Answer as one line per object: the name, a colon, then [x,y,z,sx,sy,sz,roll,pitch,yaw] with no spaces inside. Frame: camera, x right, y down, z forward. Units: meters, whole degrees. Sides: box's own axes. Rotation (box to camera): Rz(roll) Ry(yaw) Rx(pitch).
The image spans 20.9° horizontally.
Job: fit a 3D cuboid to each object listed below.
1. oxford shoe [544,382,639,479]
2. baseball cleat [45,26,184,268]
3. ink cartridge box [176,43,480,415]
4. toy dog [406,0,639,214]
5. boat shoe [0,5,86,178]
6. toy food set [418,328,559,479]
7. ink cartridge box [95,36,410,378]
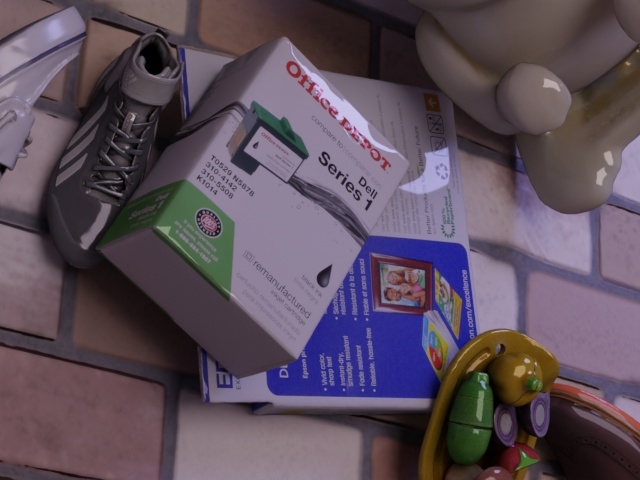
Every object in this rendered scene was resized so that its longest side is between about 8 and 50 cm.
oxford shoe: [0.280,0.246,1.616,0.271,0.097,0.098,49,58,-15]
baseball cleat: [-0.162,-0.082,1.370,0.072,0.109,0.206,19,58,-17]
ink cartridge box: [0.000,0.000,1.499,0.307,0.072,0.303,5,73,-35]
toy dog: [0.186,-0.269,1.541,0.408,0.285,0.395,27,39,-54]
boat shoe: [-0.263,-0.079,1.301,0.267,0.096,0.088,-46,108,-37]
toy food set: [0.155,0.188,1.498,0.128,0.071,0.217,15,92,-37]
ink cartridge box: [-0.048,-0.029,1.368,0.160,0.093,0.219,44,55,-20]
